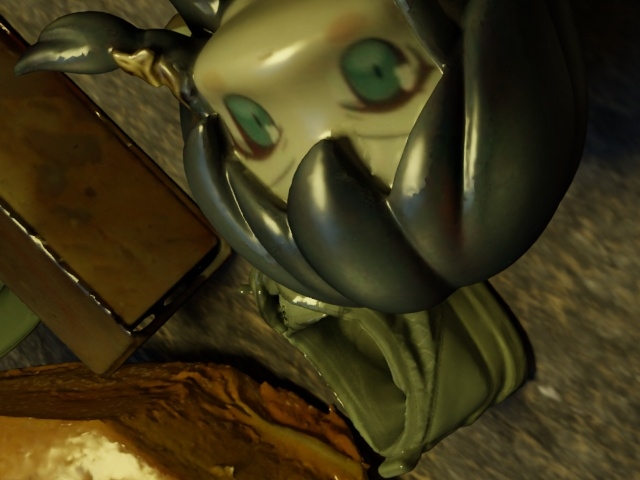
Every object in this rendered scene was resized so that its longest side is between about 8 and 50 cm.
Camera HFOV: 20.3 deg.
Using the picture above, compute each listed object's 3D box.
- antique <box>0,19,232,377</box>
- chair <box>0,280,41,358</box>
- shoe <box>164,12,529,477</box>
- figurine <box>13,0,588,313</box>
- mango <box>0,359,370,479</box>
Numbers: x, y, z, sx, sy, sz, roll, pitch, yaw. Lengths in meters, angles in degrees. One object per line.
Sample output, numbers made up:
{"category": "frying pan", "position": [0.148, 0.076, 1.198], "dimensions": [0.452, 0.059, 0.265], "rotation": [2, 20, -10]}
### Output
{"category": "antique", "position": [-0.200, -0.062, 1.087], "dimensions": [0.310, 0.093, 0.087], "rotation": [44, 150, -1]}
{"category": "chair", "position": [-0.329, -0.027, 1.190], "dimensions": [0.190, 0.203, 0.275], "rotation": [-16, 111, 44]}
{"category": "shoe", "position": [0.000, 0.000, 0.923], "dimensions": [0.275, 0.098, 0.103], "rotation": [53, 145, -12]}
{"category": "figurine", "position": [0.004, -0.103, 0.697], "dimensions": [0.175, 0.197, 0.265], "rotation": [5, 112, 49]}
{"category": "mango", "position": [-0.129, 0.167, 1.123], "dimensions": [0.350, 0.199, 0.201], "rotation": [9, 164, 3]}
